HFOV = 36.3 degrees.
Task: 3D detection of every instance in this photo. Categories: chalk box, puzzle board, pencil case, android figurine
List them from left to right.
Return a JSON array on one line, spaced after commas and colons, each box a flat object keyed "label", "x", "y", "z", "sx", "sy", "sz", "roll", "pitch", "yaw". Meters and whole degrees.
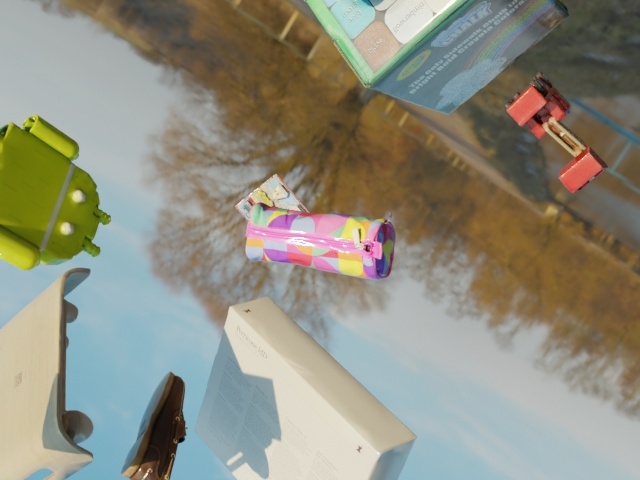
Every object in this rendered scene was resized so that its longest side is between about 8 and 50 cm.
[{"label": "android figurine", "x": -0.444, "y": -0.069, "z": 1.514, "sx": 0.056, "sy": 0.248, "sz": 0.273, "roll": -20, "pitch": 135, "yaw": 40}, {"label": "puzzle board", "x": -0.074, "y": -0.042, "z": 1.734, "sx": 0.128, "sy": 0.096, "sz": 0.011, "roll": 49, "pitch": -166, "yaw": -13}, {"label": "pencil case", "x": 0.000, "y": 0.000, "z": 1.479, "sx": 0.236, "sy": 0.104, "sz": 0.104, "roll": 6, "pitch": 176, "yaw": 24}, {"label": "chalk box", "x": 0.069, "y": -0.191, "z": 0.706, "sx": 0.132, "sy": 0.132, "sz": 0.213, "roll": 58, "pitch": -158, "yaw": 16}]

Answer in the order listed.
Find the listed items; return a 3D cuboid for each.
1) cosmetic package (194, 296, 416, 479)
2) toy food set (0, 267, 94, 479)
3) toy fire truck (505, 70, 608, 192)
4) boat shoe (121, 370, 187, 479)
[{"label": "cosmetic package", "x": -0.040, "y": 0.317, "z": 1.613, "sx": 0.097, "sy": 0.284, "sz": 0.377, "roll": -15, "pitch": -136, "yaw": -41}, {"label": "toy food set", "x": -0.408, "y": 0.217, "z": 1.447, "sx": 0.092, "sy": 0.219, "sz": 0.306, "roll": 24, "pitch": -136, "yaw": -38}, {"label": "toy fire truck", "x": 0.290, "y": -0.135, "z": 1.194, "sx": 0.135, "sy": 0.047, "sz": 0.192, "roll": 47, "pitch": -157, "yaw": 1}, {"label": "boat shoe", "x": -0.243, "y": 0.296, "z": 1.509, "sx": 0.073, "sy": 0.073, "sz": 0.207, "roll": 31, "pitch": -139, "yaw": -14}]
